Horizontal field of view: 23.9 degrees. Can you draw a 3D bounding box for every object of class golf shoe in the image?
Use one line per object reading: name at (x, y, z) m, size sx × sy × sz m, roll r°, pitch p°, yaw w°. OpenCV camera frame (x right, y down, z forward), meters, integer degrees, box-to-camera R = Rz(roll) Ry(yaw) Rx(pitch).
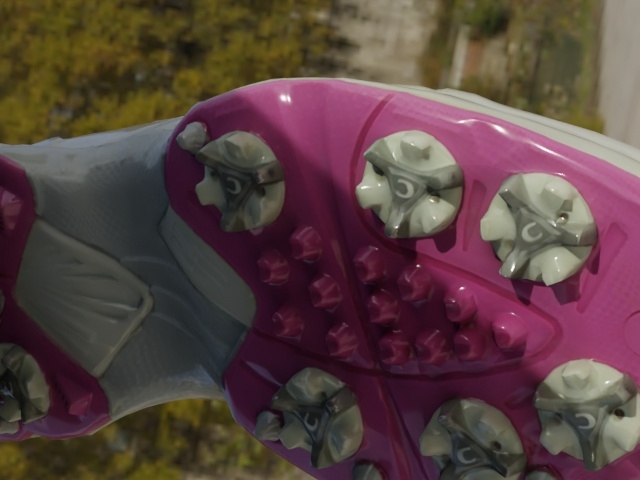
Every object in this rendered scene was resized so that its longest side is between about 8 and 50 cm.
golf shoe at (0.000, 0.000, 0.448) m, size 0.140 × 0.306 × 0.115 m, roll -24°, pitch -69°, yaw -49°
